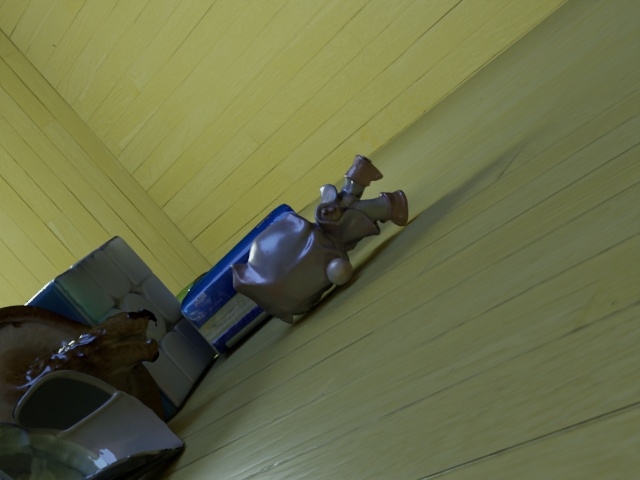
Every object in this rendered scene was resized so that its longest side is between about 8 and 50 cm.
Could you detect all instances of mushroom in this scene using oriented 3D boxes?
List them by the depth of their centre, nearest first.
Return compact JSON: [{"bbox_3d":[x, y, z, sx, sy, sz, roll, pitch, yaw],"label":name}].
[{"bbox_3d":[-0.396,0.212,1.326,0.345,0.345,0.260,-46,-18,-48],"label":"mushroom"}]

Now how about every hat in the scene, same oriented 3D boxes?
[{"bbox_3d":[-0.304,0.278,1.147,0.275,0.161,0.232,-22,36,-32],"label":"hat"}]

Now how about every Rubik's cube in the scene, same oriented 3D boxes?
[{"bbox_3d":[-0.396,0.213,1.628,0.291,0.290,0.291,-41,5,17],"label":"Rubik's cube"}]

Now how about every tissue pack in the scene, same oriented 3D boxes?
[{"bbox_3d":[-0.118,0.063,1.688,0.269,0.137,0.209,-41,6,-1],"label":"tissue pack"}]

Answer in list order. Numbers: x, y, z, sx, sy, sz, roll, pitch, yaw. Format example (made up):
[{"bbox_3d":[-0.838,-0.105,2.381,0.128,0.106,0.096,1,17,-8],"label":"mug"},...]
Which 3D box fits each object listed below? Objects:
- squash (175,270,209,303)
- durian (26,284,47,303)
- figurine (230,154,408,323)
[{"bbox_3d":[-0.237,0.149,1.922,0.132,0.132,0.247,-43,4,-26],"label":"squash"},{"bbox_3d":[-0.528,0.250,2.105,0.347,0.348,0.384,-43,2,-21],"label":"durian"},{"bbox_3d":[-0.001,0.000,1.359,0.276,0.133,0.200,-43,22,-8],"label":"figurine"}]
